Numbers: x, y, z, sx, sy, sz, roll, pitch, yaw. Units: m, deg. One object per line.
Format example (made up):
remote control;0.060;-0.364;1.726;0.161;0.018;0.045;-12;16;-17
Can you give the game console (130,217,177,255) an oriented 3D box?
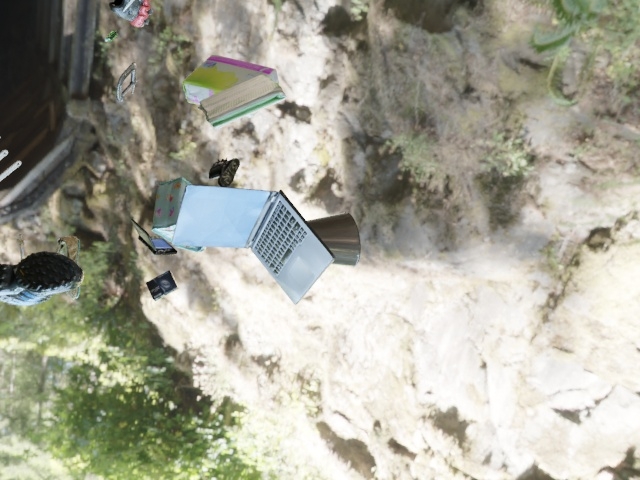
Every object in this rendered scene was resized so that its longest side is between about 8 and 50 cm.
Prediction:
game console;-0.478;-0.012;1.660;0.107;0.071;0.122;-1;-155;-42

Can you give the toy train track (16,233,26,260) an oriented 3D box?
toy train track;-0.882;0.022;1.710;0.048;0.083;0.014;16;-162;36

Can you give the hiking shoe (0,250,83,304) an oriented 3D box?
hiking shoe;-0.719;0.102;1.481;0.304;0.113;0.132;-5;156;19

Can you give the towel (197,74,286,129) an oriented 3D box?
towel;-0.248;-0.429;1.768;0.248;0.038;0.325;-26;-152;-6

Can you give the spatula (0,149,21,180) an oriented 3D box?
spatula;-0.994;-0.187;1.667;0.019;0.168;0.242;33;-112;22

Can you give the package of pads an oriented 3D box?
package of pads;-0.334;-0.577;2.143;0.297;0.101;0.229;16;-131;15

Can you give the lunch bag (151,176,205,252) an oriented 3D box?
lunch bag;-0.534;-0.094;2.297;0.160;0.223;0.262;-10;155;20

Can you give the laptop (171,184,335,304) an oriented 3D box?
laptop;-0.221;0.029;1.768;0.236;0.382;0.407;-33;-101;-31

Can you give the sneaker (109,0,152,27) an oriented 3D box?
sneaker;-0.550;-0.782;1.706;0.135;0.275;0.098;4;-154;-45

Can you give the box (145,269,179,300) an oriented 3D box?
box;-0.489;0.140;1.784;0.083;0.018;0.067;-28;-115;-7

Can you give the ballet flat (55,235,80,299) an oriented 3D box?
ballet flat;-0.742;0.077;1.679;0.067;0.073;0.206;14;-132;-42

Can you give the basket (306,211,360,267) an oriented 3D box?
basket;0.000;0.000;1.994;0.227;0.154;0.204;-1;-114;-26

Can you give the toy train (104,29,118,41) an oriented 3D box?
toy train;-0.647;-0.632;1.781;0.024;0.017;0.083;-14;-147;8

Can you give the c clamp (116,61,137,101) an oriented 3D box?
c clamp;-0.620;-0.500;1.857;0.022;0.137;0.160;22;-143;-6

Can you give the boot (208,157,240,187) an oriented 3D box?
boot;-0.307;-0.205;1.772;0.099;0.045;0.121;-5;-131;38
